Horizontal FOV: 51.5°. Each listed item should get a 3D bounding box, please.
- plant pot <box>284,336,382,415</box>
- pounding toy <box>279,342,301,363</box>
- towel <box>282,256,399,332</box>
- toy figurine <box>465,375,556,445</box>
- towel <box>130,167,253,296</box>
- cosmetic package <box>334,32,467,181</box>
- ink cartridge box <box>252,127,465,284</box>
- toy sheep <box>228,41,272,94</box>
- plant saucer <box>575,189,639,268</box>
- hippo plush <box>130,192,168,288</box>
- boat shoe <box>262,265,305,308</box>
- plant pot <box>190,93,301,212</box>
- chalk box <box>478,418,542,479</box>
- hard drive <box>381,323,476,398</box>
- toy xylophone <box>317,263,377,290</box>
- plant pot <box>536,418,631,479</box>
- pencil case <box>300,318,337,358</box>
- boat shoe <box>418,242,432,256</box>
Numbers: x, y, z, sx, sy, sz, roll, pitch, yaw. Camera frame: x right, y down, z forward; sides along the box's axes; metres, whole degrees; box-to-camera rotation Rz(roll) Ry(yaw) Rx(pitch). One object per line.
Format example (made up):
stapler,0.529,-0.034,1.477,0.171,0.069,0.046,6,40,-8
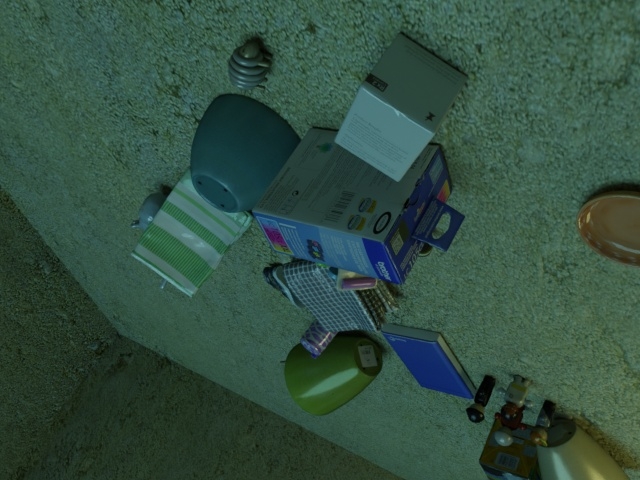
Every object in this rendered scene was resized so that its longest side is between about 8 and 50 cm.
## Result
plant pot,0.068,0.445,2.321,0.275,0.275,0.293,42,136,-16
pounding toy,-0.054,0.446,2.539,0.130,0.141,0.100,41,152,-15
towel,0.052,0.147,1.897,0.235,0.121,0.283,-14,120,40
toy figurine,0.569,0.515,1.980,0.213,0.148,0.209,43,151,-18
towel,-0.389,-0.017,2.003,0.248,0.325,0.038,36,-169,-8
cosmetic package,0.142,-0.238,1.211,0.151,0.151,0.183,33,153,0
ink cartridge box,0.094,-0.076,1.395,0.395,0.270,0.151,13,148,34
toy sheep,-0.152,-0.360,1.400,0.091,0.091,0.132,28,134,11
plant saucer,0.576,-0.025,1.220,0.200,0.037,0.200,25,151,15
hippo plush,-0.479,-0.042,2.197,0.236,0.234,0.294,53,152,18
boat shoe,-0.117,0.153,2.224,0.083,0.065,0.183,-1,130,50
plant pot,-0.203,-0.181,1.623,0.290,0.195,0.290,25,152,15
chalk box,0.675,0.755,2.229,0.180,0.179,0.289,9,145,37
hard drive,0.348,0.389,2.127,0.210,0.040,0.318,5,142,43
toy xylophone,0.000,0.000,1.622,0.322,0.236,0.081,57,136,51
plant pot,0.760,0.681,1.982,0.256,0.256,0.274,-15,110,55
pencil case,0.024,0.271,2.115,0.086,0.206,0.088,31,159,35
boat shoe,0.179,-0.014,1.624,0.223,0.080,0.073,25,157,27
